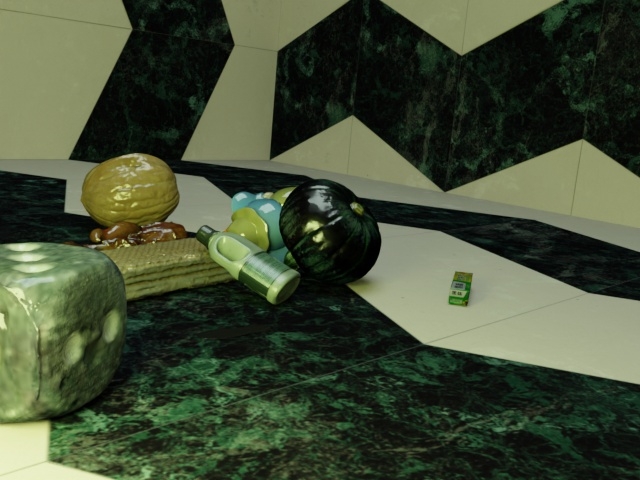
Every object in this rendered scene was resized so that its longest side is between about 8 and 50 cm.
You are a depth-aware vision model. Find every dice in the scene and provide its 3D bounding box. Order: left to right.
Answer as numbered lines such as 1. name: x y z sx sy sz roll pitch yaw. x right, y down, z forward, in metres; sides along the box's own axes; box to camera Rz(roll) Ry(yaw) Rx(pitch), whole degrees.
1. dice: -0.357 0.105 0.864 0.182 0.182 0.183 9 14 15

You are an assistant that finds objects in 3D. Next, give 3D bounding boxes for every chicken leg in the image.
1. chicken leg: -0.440 0.018 1.557 0.304 0.093 0.113 -10 0 -29

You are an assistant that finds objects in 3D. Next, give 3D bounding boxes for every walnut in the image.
1. walnut: -0.511 -0.129 1.889 0.260 0.225 0.225 -11 18 -28

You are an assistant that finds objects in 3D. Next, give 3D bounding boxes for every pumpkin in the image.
1. pumpkin: 0.000 0.000 1.559 0.247 0.248 0.248 5 11 -1

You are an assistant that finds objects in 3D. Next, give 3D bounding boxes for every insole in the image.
1. insole: -0.145 0.153 1.179 0.135 0.002 0.045 -4 16 -38

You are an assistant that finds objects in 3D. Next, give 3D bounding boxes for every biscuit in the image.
1. biscuit: -0.306 0.054 1.415 0.143 0.079 0.426 15 15 36

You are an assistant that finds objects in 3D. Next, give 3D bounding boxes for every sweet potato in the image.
1. sweet potato: -0.505 -0.020 1.755 0.055 0.058 0.202 21 14 20

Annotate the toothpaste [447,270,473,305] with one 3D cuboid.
1. toothpaste: 0.310 0.104 1.549 0.043 0.037 0.178 9 12 13

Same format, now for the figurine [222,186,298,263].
1. figurine: -0.102 -0.034 1.699 0.261 0.180 0.153 -10 11 -28

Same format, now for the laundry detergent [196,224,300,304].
1. laundry detergent: -0.153 0.038 1.392 0.225 0.070 0.099 33 35 16
